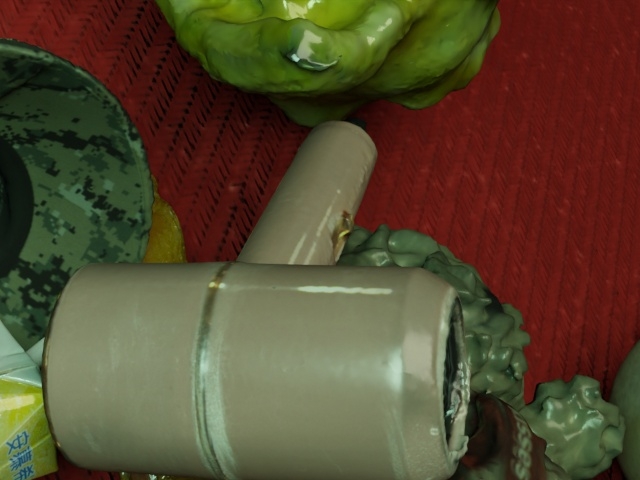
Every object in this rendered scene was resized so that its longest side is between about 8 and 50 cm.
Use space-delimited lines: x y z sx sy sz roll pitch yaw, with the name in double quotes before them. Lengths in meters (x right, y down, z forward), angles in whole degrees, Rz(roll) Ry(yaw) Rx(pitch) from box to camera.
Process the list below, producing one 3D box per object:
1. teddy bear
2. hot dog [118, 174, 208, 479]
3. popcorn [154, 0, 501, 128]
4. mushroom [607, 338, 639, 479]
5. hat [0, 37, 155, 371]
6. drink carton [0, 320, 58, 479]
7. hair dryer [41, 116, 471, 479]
"teddy bear" 0.081 0.127 0.699 0.357 0.224 0.368 3 59 -46
"hot dog" -0.096 0.077 0.691 0.087 0.061 0.286 -5 71 -51
"popcorn" 0.002 -0.202 0.772 0.321 0.290 0.326 18 57 -15
"mushroom" 0.321 0.123 0.908 0.207 0.207 0.215 35 17 -17
"hat" -0.221 -0.017 0.582 0.265 0.266 0.128 -9 41 -39
"drink carton" -0.182 0.093 0.561 0.200 0.084 0.074 -24 50 -29
"hair dryer" 0.000 0.000 0.651 0.344 0.189 0.107 -67 153 -56
